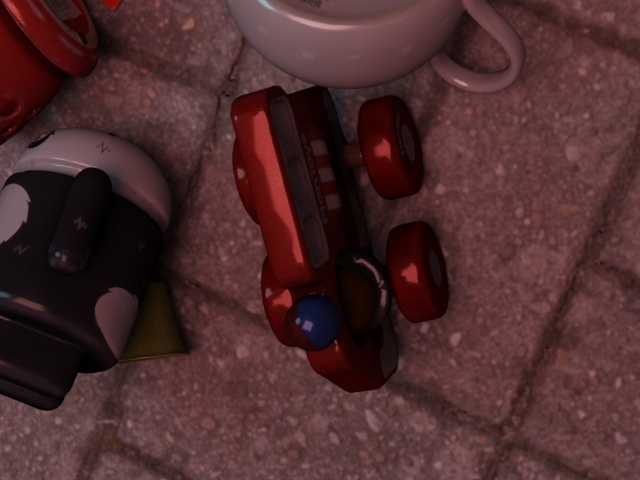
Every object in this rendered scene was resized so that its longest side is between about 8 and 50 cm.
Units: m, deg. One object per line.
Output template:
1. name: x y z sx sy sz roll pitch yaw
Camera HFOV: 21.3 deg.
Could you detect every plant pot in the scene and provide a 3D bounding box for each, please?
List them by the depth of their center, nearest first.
1. plant pot: -0.332 -0.205 1.699 0.174 0.191 0.191 -34 89 13
2. plant pot: -0.182 0.084 1.765 0.083 0.083 0.079 -10 85 18

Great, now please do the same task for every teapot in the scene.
1. teapot: 0.030 -0.233 1.588 0.252 0.187 0.256 -19 63 -8

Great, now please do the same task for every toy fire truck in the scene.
1. toy fire truck: 0.000 0.000 1.596 0.169 0.254 0.302 -11 96 19

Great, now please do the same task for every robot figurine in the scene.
1. robot figurine: -0.255 0.021 1.681 0.209 0.173 0.278 0 62 38

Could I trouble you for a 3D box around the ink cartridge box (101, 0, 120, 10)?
1. ink cartridge box: -0.226 -0.334 1.691 0.145 0.045 0.179 42 122 4
